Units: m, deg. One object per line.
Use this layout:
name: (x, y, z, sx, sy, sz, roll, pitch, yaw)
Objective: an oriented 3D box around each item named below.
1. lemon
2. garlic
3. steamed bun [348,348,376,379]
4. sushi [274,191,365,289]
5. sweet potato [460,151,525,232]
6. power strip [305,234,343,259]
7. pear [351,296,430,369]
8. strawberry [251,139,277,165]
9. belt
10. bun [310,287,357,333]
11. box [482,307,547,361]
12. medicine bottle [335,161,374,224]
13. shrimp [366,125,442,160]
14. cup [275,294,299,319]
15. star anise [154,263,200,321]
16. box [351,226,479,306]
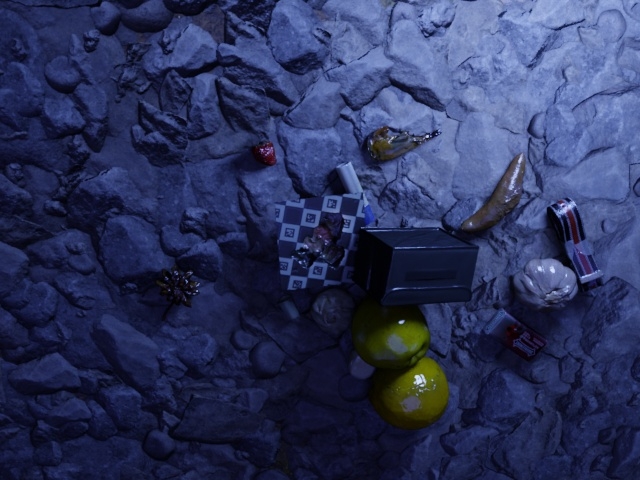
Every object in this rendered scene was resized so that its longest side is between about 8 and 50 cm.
lemon: (0.339, 0.575, 1.946, 0.298, 0.297, 0.296, 0, 107, -1)
garlic: (0.831, 0.174, 1.884, 0.228, 0.152, 0.227, 10, 126, 13)
steamed bun: (0.168, 0.477, 2.006, 0.113, 0.091, 0.129, 12, 110, 0)
sushi: (0.000, 0.000, 1.827, 0.321, 0.068, 0.338, -8, 109, -8)
sweet potato: (0.645, -0.147, 1.820, 0.114, 0.092, 0.341, 37, 103, 5)
power strip: (0.013, 0.000, 1.878, 0.216, 0.044, 0.137, 16, 107, -7)
pear: (0.250, 0.332, 1.869, 0.295, 0.294, 0.293, 0, 107, -1)
strawberry: (-0.190, -0.299, 1.765, 0.083, 0.083, 0.096, -40, 111, 10)
belt: (0.930, 0.016, 1.869, 0.094, 0.126, 0.359, -23, 101, 13)
bun: (0.054, 0.274, 1.935, 0.184, 0.102, 0.183, -1, 107, -4)
box: (0.760, 0.370, 1.999, 0.224, 0.069, 0.120, 35, 104, -13)
medicine bottle: (0.125, -0.165, 1.820, 0.059, 0.059, 0.230, -23, 106, 6)
shrimp: (0.286, -0.357, 1.761, 0.262, 0.066, 0.117, -23, 107, 4)
cup: (-0.130, 0.260, 1.952, 0.075, 0.054, 0.083, -25, 109, 5)
star anise: (-0.532, 0.203, 1.919, 0.178, 0.073, 0.233, 0, 115, 8)
box: (0.319, 0.080, 1.762, 0.346, 0.251, 0.204, -1, 107, -20)
